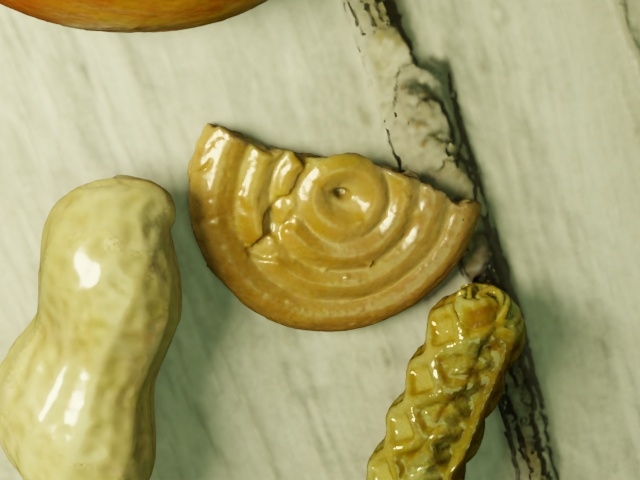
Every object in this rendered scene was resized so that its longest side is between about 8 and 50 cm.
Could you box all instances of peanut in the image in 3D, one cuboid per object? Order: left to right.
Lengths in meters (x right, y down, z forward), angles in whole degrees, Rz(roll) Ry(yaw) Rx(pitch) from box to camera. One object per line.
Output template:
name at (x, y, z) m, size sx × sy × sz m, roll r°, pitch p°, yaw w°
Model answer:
peanut at (-0.163, 0.078, 0.996) m, size 0.123 × 0.123 × 0.257 m, roll 5°, pitch 106°, yaw -15°

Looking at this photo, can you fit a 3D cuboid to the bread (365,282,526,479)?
bread at (0.068, 0.200, 1.118) m, size 0.084 × 0.077 × 0.368 m, roll 16°, pitch 105°, yaw -17°

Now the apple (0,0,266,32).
apple at (-0.143, -0.231, 0.863) m, size 0.346 × 0.179 × 0.254 m, roll 10°, pitch 143°, yaw -17°

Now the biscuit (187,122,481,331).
biscuit at (0.000, 0.000, 1.050) m, size 0.224 × 0.033 × 0.145 m, roll 18°, pitch 105°, yaw -18°
